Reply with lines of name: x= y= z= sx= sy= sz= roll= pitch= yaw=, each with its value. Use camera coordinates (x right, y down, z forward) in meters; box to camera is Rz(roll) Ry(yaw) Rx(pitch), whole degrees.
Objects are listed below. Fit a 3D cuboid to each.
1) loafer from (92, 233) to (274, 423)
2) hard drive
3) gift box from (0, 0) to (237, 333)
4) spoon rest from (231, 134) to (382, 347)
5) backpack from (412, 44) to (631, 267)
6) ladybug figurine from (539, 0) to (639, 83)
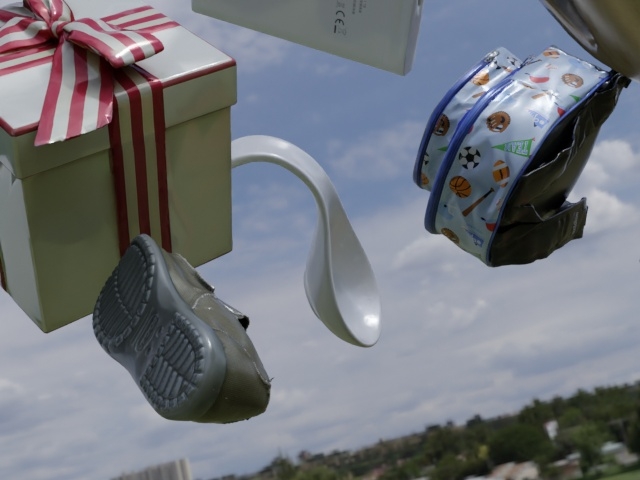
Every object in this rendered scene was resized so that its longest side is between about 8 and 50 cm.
loafer: x=-0.112 y=0.076 z=0.805 sx=0.087 sy=0.251 sz=0.094 roll=29 pitch=-80 yaw=-33
hard drive: x=-0.018 y=-0.338 z=1.227 sx=0.040 sy=0.307 sz=0.203 roll=-45 pitch=-31 yaw=-48
gift box: x=-0.241 y=-0.091 z=0.952 sx=0.276 sy=0.255 sz=0.258 roll=-28 pitch=-43 yaw=-37
spoon rest: x=0.000 y=0.000 z=1.096 sx=0.084 sy=0.276 sz=0.137 roll=-23 pitch=26 yaw=26
backpack: x=0.240 y=-0.105 z=1.280 sx=0.263 sy=0.213 sz=0.277 roll=-45 pitch=-30 yaw=-44
ladybug figurine: x=0.153 y=-0.238 z=0.552 sx=0.162 sy=0.305 sz=0.449 roll=-39 pitch=-22 yaw=14
